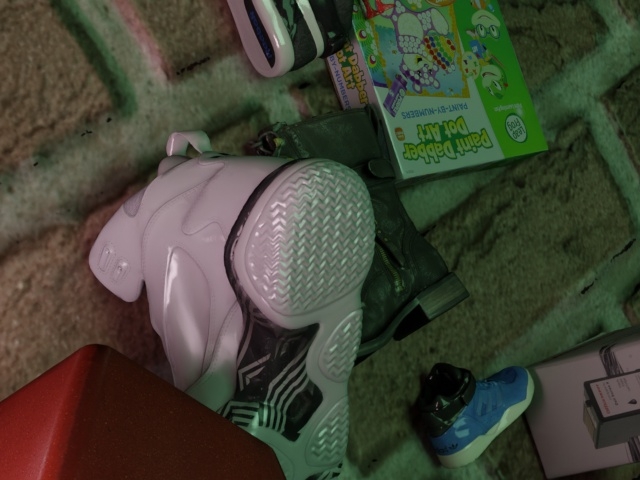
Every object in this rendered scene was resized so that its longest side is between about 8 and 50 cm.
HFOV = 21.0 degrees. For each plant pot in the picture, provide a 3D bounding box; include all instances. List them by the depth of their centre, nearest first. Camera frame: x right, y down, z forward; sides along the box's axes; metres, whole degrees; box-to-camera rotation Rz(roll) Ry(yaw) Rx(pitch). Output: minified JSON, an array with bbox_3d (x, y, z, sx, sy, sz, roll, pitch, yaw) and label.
[{"bbox_3d":[-0.156,0.235,1.185,0.267,0.267,0.236,36,38,-29],"label":"plant pot"}]

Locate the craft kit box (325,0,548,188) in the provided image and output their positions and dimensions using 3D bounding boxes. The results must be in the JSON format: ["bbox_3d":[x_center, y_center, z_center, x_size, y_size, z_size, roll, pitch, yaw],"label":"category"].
[{"bbox_3d":[0.106,-0.185,1.761,0.250,0.061,0.246,-14,86,-47],"label":"craft kit box"}]

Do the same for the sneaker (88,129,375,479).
[{"bbox_3d":[-0.083,0.090,1.401,0.137,0.210,0.366,-3,110,-45],"label":"sneaker"}]

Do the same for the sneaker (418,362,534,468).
[{"bbox_3d":[0.148,0.143,1.658,0.152,0.058,0.084,-40,111,-40],"label":"sneaker"}]

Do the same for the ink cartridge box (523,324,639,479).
[{"bbox_3d":[0.374,0.136,1.721,0.211,0.289,0.121,-15,87,-47],"label":"ink cartridge box"}]

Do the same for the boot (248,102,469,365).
[{"bbox_3d":[0.000,0.000,1.565,0.263,0.091,0.229,-26,83,-43],"label":"boot"}]

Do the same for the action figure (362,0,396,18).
[{"bbox_3d":[0.039,-0.274,1.666,0.030,0.038,0.115,-26,93,-25],"label":"action figure"}]

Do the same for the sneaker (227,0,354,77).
[{"bbox_3d":[-0.039,-0.270,1.619,0.121,0.079,0.217,-24,101,-34],"label":"sneaker"}]
